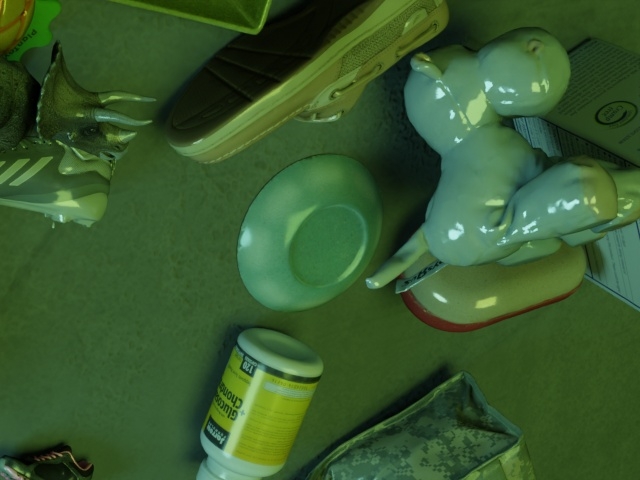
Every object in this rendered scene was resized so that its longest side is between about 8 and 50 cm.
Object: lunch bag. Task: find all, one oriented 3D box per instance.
[{"bbox_3d":[0.127,0.344,1.604,0.287,0.169,0.235,-30,131,-10],"label":"lunch bag"}]

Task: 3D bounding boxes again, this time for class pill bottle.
[{"bbox_3d":[-0.074,0.199,1.424,0.103,0.103,0.184,12,105,-39],"label":"pill bottle"}]

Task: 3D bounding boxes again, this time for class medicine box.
[{"bbox_3d":[0.387,-0.059,1.490,0.149,0.289,0.263,-35,129,-16],"label":"medicine box"}]

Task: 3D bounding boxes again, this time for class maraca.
[{"bbox_3d":[-0.291,-0.196,1.075,0.127,0.099,0.186,-40,155,3],"label":"maraca"}]

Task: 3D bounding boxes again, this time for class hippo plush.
[{"bbox_3d":[0.187,-0.097,1.365,0.294,0.236,0.234,-18,170,17],"label":"hippo plush"}]

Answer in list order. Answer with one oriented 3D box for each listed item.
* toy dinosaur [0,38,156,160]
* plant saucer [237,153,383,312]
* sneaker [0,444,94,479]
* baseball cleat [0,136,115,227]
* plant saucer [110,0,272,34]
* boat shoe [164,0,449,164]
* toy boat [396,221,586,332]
[{"bbox_3d":[-0.300,-0.109,1.010,0.160,0.121,0.313,-39,156,30],"label":"toy dinosaur"},{"bbox_3d":[0.000,0.000,1.417,0.195,0.037,0.195,-16,120,-28],"label":"plant saucer"},{"bbox_3d":[-0.288,0.240,1.342,0.119,0.047,0.057,32,73,-43],"label":"sneaker"},{"bbox_3d":[-0.286,-0.077,1.167,0.206,0.072,0.109,15,88,-41],"label":"baseball cleat"},{"bbox_3d":[-0.114,-0.302,1.174,0.188,0.045,0.188,7,109,-37],"label":"plant saucer"},{"bbox_3d":[0.000,-0.169,1.273,0.341,0.121,0.110,-38,129,-15],"label":"boat shoe"},{"bbox_3d":[0.195,0.044,1.531,0.231,0.151,0.151,-15,150,-28],"label":"toy boat"}]
